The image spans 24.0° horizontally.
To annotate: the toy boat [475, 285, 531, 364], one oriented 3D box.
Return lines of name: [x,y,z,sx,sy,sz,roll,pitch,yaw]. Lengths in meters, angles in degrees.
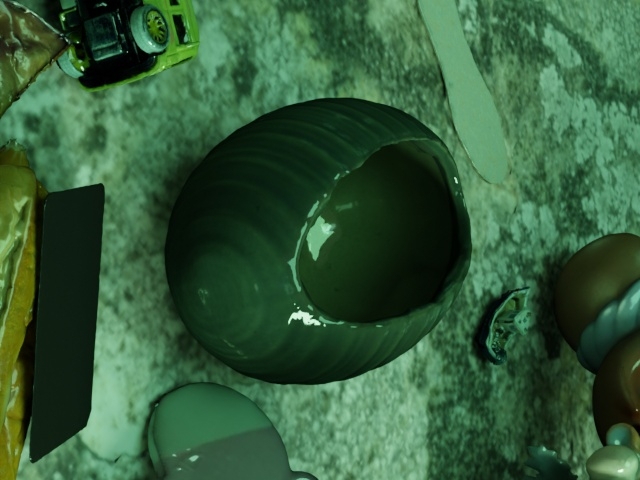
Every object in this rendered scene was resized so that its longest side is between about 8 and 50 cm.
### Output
toy boat: [0.162,0.070,1.288,0.038,0.038,0.083,52,50,-29]

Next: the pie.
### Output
pie: [-0.220,-0.085,0.883,0.092,0.034,0.170,44,60,-29]

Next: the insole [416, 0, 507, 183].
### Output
insole: [0.122,-0.139,1.301,0.065,0.004,0.197,-38,112,-45]

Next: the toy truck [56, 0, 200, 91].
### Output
toy truck: [-0.131,-0.186,0.975,0.100,0.077,0.169,-23,98,-62]

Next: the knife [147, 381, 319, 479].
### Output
knife: [-0.140,0.237,0.905,0.132,0.038,0.398,39,49,5]

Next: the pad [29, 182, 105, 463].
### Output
pad: [-0.151,0.046,0.898,0.112,0.003,0.157,-29,124,-79]

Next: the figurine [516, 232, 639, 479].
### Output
figurine: [0.271,0.200,1.268,0.388,0.248,0.276,-48,122,-30]

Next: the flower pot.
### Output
flower pot: [0.000,0.000,1.027,0.243,0.157,0.189,-22,99,-47]

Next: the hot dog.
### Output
hot dog: [-0.199,0.059,0.857,0.102,0.076,0.249,68,29,-68]
